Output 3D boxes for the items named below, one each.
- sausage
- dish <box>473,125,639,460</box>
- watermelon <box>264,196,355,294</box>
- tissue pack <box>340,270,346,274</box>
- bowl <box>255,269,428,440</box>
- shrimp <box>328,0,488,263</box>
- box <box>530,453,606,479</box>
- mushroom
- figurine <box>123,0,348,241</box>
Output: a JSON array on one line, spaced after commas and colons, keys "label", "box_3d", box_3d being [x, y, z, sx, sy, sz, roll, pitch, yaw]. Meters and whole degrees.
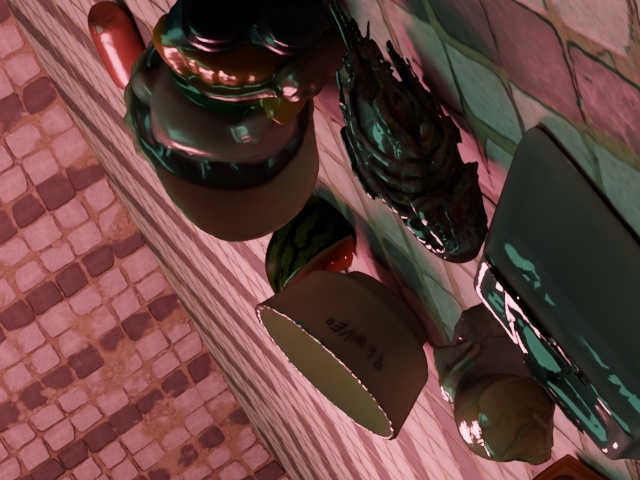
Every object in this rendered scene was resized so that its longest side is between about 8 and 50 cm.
[{"label": "sausage", "box_3d": [-0.282, -0.270, 2.105, 0.062, 0.062, 0.154, 48, 166, 34]}, {"label": "dish", "box_3d": [0.182, 0.061, 1.025, 0.243, 0.080, 0.182, 53, 169, 16]}, {"label": "watermelon", "box_3d": [0.000, 0.000, 1.720, 0.094, 0.125, 0.135, 28, -148, -22]}, {"label": "tissue pack", "box_3d": [-0.002, 0.026, 1.862, 0.122, 0.026, 0.193, 49, 167, 35]}, {"label": "bowl", "box_3d": [0.040, 0.111, 1.656, 0.211, 0.112, 0.211, 40, 162, 15]}, {"label": "shrimp", "box_3d": [0.055, -0.082, 1.118, 0.232, 0.090, 0.079, 61, 163, -15]}, {"label": "box", "box_3d": [0.294, 0.320, 1.320, 0.174, 0.076, 0.274, 62, 168, -24]}, {"label": "mushroom", "box_3d": [0.143, 0.115, 1.182, 0.099, 0.096, 0.278, 46, -166, -5]}, {"label": "figurine", "box_3d": [-0.077, -0.158, 1.334, 0.332, 0.185, 0.204, 107, 163, -54]}]
